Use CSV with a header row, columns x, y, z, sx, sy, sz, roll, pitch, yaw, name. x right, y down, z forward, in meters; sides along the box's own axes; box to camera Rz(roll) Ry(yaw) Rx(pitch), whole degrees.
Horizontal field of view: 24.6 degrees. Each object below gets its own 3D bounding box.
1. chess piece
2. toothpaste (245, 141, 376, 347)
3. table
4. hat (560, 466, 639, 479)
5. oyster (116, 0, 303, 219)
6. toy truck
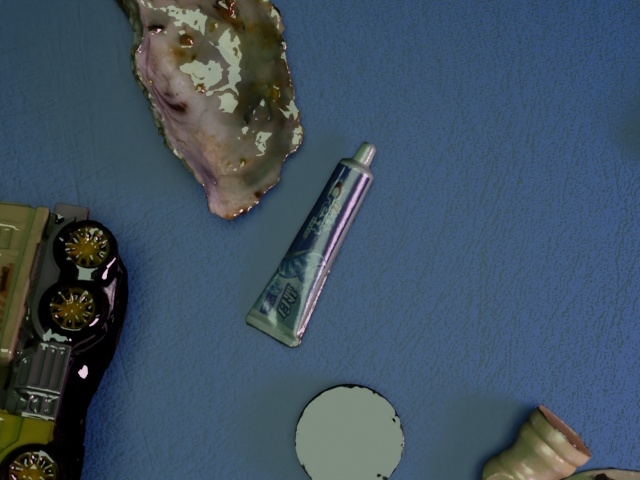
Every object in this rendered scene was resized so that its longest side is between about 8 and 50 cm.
x,y,z,sx,sy,sz,roll,pitch,yaw,name
0.228,0.299,1.771,0.090,0.090,0.200,42,98,2,chess piece
-0.001,-0.001,1.803,0.069,0.047,0.268,28,90,-11,toothpaste
0.035,0.241,1.785,0.133,0.043,0.134,0,86,0,table
0.357,0.398,1.734,0.257,0.130,0.257,0,85,-1,hat
-0.143,-0.226,1.801,0.204,0.111,0.396,-25,86,-20,oyster
-0.366,0.146,1.669,0.253,0.181,0.405,10,65,-4,toy truck
